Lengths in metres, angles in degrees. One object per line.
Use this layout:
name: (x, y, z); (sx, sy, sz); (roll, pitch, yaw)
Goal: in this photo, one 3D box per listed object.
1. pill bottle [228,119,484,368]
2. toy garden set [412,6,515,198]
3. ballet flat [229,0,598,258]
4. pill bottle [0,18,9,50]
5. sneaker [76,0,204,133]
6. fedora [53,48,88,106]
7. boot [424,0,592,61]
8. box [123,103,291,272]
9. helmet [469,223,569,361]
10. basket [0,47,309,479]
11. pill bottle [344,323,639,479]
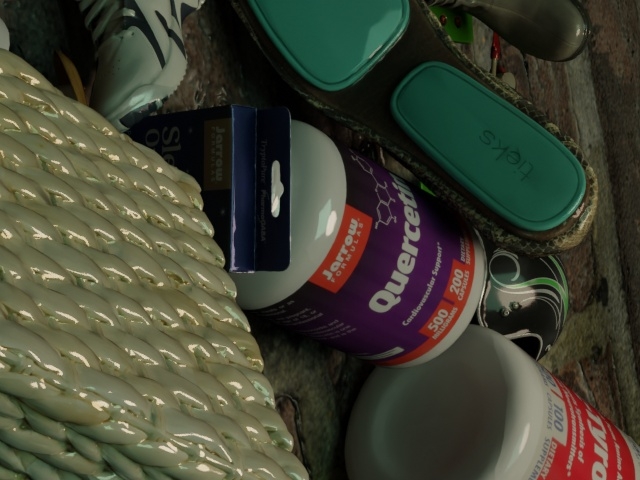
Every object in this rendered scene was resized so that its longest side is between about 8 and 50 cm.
pill bottle: (0.000, 0.000, 1.383); (0.323, 0.182, 0.181); (26, 69, -45)
toy garden set: (0.156, -0.143, 1.670); (0.204, 0.049, 0.244); (-1, 88, -47)
ballet flat: (0.068, -0.155, 1.437); (0.164, 0.182, 0.483); (-44, 83, -9)
pill bottle: (-0.387, -0.198, 0.937); (0.363, 0.210, 0.210); (47, 56, -37)
sneaker: (-0.182, -0.206, 1.240); (0.153, 0.094, 0.235); (45, 45, -29)
fedora: (-0.220, -0.055, 1.187); (0.079, 0.194, 0.194); (-12, 98, -12)
boot: (0.154, -0.259, 1.561); (0.161, 0.246, 0.083); (-16, 137, -49)
box: (-0.115, -0.039, 1.222); (0.037, 0.225, 0.136); (4, 85, -48)
helmet: (0.195, 0.059, 1.619); (0.162, 0.169, 0.169); (16, 76, -36)
basket: (-0.232, 0.065, 0.871); (0.331, 0.266, 0.328); (35, 23, -44)
pill bottle: (0.228, 0.271, 1.592); (0.408, 0.229, 0.229); (37, 61, -41)
